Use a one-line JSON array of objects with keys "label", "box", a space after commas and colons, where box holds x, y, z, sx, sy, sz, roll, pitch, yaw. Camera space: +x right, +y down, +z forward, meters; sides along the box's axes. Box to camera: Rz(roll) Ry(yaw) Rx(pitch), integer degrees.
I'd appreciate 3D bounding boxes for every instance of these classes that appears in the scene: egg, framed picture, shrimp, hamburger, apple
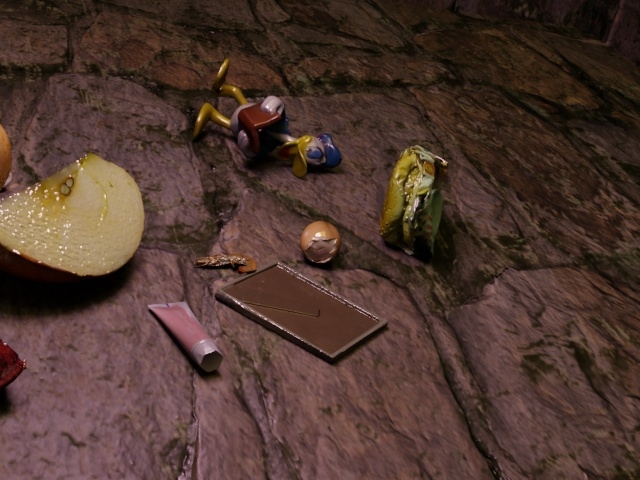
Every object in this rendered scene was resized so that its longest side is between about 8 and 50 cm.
[{"label": "egg", "box": [0.000, 0.000, 2.023, 0.080, 0.080, 0.096, 10, 31, -6]}, {"label": "framed picture", "box": [-0.032, 0.118, 1.851, 0.260, 0.023, 0.189, 27, 30, 24]}, {"label": "shrimp", "box": [-0.170, 0.043, 1.913, 0.114, 0.023, 0.083, -1, 19, -23]}, {"label": "hamburger", "box": [0.186, -0.076, 2.119, 0.125, 0.214, 0.235, 9, 31, 17]}, {"label": "apple", "box": [-0.452, -0.029, 1.771, 0.254, 0.179, 0.346, 11, 27, 21]}]

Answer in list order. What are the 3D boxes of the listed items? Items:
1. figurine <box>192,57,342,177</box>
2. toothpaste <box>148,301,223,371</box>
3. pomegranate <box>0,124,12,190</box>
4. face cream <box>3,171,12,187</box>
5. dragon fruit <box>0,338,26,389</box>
[{"label": "figurine", "box": [-0.099, -0.258, 2.352, 0.338, 0.204, 0.283, 24, 1, -7]}, {"label": "toothpaste", "box": [-0.216, 0.148, 1.700, 0.067, 0.042, 0.194, -5, 28, -29]}, {"label": "pomegranate", "box": [-0.665, -0.125, 1.747, 0.308, 0.307, 0.307, 11, 28, -6]}, {"label": "face cream", "box": [-0.726, -0.178, 2.037, 0.139, 0.067, 0.285, -10, 36, -42]}, {"label": "dragon fruit", "box": [-0.517, 0.184, 1.467, 0.161, 0.121, 0.127, -44, 102, -31]}]
